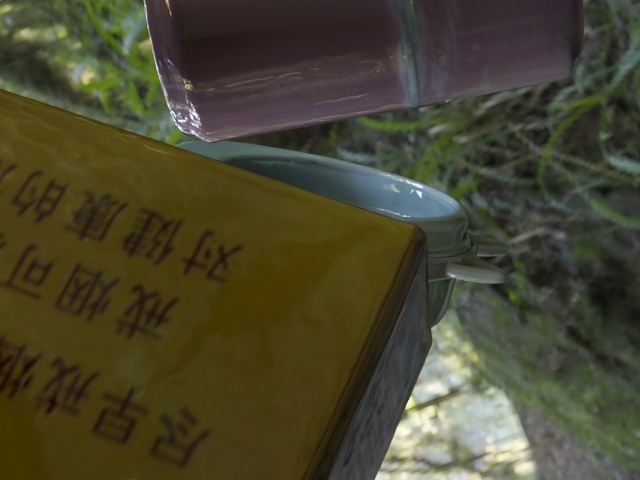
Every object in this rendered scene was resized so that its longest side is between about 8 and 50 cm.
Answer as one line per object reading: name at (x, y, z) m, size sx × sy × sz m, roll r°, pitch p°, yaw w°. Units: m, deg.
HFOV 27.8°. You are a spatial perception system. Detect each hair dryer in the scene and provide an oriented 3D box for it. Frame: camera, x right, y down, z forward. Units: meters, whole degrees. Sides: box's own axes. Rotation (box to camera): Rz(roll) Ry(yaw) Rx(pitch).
hair dryer at (0.000, -0.235, 0.644) m, size 0.125 × 0.210 × 0.353 m, roll -86°, pitch -15°, yaw -75°

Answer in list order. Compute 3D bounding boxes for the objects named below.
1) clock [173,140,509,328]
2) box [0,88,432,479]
clock at (0.000, 0.000, 1.112) m, size 0.265 × 0.324 × 0.109 m, roll -47°, pitch -32°, yaw -76°
box at (-0.155, 0.150, 0.461) m, size 0.116 × 0.264 × 0.415 m, roll 79°, pitch -148°, yaw -64°
